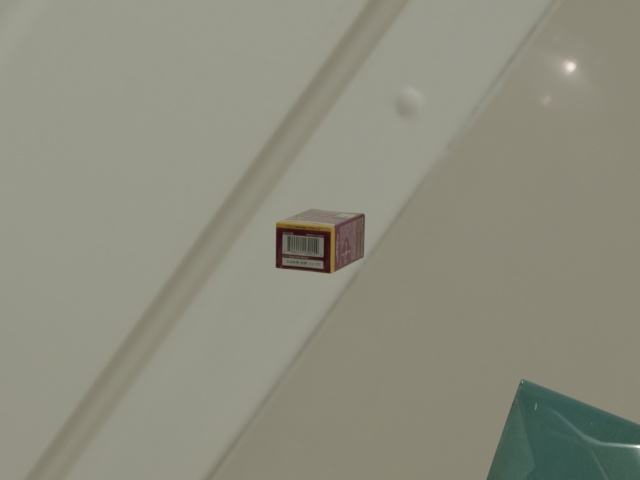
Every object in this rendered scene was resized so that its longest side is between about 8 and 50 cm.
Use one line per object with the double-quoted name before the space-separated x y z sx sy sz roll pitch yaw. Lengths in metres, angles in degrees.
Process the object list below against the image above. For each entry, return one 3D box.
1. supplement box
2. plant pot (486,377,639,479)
"supplement box" 0.000 0.000 1.370 0.055 0.043 0.083 5 11 22
"plant pot" 0.210 0.215 0.951 0.234 0.166 0.165 16 -19 13
